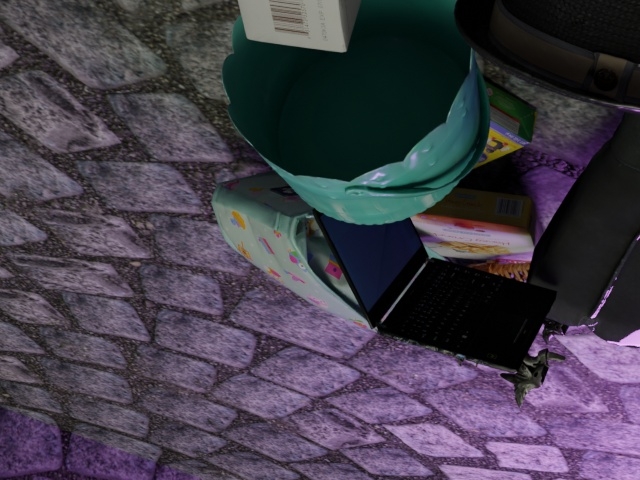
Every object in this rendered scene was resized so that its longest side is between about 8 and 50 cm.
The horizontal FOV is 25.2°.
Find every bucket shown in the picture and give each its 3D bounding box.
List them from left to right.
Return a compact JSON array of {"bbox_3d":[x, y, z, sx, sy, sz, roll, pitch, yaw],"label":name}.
[{"bbox_3d":[0.046,-0.158,1.536,0.281,0.281,0.183,6,162,17],"label":"bucket"}]

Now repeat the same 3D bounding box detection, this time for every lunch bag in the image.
[{"bbox_3d":[0.000,0.000,1.929,0.262,0.160,0.223,32,176,-36],"label":"lunch bag"}]

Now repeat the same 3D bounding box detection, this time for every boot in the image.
[{"bbox_3d":[0.462,0.009,1.676,0.367,0.146,0.445,32,143,9],"label":"boot"}]

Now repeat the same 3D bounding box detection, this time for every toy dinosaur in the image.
[{"bbox_3d":[0.240,0.109,2.034,0.218,0.164,0.322,35,171,-4],"label":"toy dinosaur"}]

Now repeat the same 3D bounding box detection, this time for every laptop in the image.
[{"bbox_3d":[0.143,0.019,1.694,0.264,0.234,0.136,16,116,15],"label":"laptop"}]

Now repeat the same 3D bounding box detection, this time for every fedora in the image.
[{"bbox_3d":[0.296,-0.237,1.326,0.334,0.334,0.152,12,120,7],"label":"fedora"}]

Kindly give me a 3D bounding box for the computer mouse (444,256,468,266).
[{"bbox_3d":[0.228,0.056,2.130,0.106,0.042,0.193,-9,140,32],"label":"computer mouse"}]

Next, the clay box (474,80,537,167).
[{"bbox_3d":[0.146,-0.133,1.771,0.127,0.053,0.222,26,152,-25],"label":"clay box"}]

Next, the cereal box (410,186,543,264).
[{"bbox_3d":[0.207,-0.018,1.920,0.173,0.047,0.240,7,167,16],"label":"cereal box"}]

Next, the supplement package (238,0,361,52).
[{"bbox_3d":[-0.008,-0.289,1.390,0.105,0.179,0.105,9,154,12],"label":"supplement package"}]
